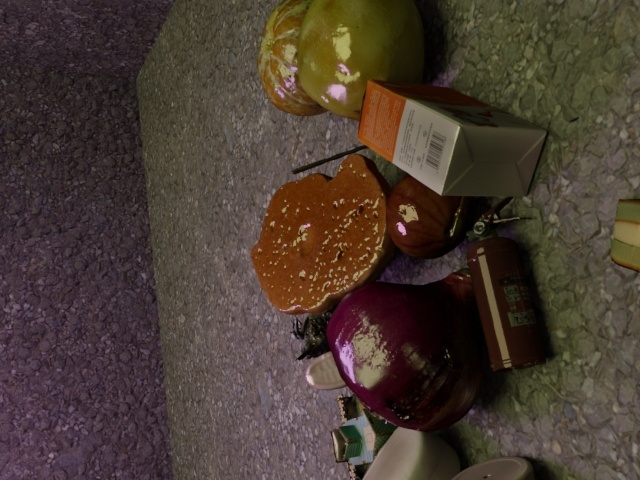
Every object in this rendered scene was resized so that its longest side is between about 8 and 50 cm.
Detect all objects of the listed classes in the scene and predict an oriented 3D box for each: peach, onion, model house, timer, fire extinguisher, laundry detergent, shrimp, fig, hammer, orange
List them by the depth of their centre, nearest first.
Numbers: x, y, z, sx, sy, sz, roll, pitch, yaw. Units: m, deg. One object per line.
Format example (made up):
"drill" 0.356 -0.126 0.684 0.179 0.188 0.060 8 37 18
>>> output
"timer" 0.368 0.574 1.406 0.175 0.175 0.266 -23 88 59
"fire extinguisher" 0.369 0.079 1.431 0.147 0.106 0.337 -17 73 25
"onion" 0.212 0.195 1.536 0.385 0.348 0.348 -49 36 0
"fig" 0.240 -0.052 1.557 0.205 0.205 0.205 -1 88 61
"peach" 0.104 -0.445 1.710 0.314 0.281 0.315 -51 53 38
"model house" 0.139 0.470 1.750 0.206 0.178 0.271 139 129 -60
"hammer" 0.067 -0.217 1.801 0.029 0.292 0.058 78 169 -51
"laundry detergent" 0.052 0.323 1.824 0.335 0.159 0.087 58 -165 -77
"shrimp" -0.012 0.226 1.867 0.172 0.372 0.137 -3 90 23
"orange" -0.034 -0.497 1.982 0.329 0.249 0.329 180 90 -67

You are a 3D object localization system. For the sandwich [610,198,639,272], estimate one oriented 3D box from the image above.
"sandwich" 0.496 -0.010 1.152 0.187 0.144 0.117 14 99 60

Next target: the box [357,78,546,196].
"box" 0.253 -0.217 1.503 0.341 0.225 0.143 45 129 51

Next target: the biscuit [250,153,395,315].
"biscuit" 0.001 0.000 1.772 0.455 0.078 0.349 -19 63 39

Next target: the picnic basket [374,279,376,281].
"picnic basket" 0.056 -0.010 1.913 0.139 0.165 0.266 -51 46 49

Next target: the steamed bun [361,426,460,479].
"steamed bun" 0.195 0.530 1.592 0.241 0.146 0.164 -55 18 -3
